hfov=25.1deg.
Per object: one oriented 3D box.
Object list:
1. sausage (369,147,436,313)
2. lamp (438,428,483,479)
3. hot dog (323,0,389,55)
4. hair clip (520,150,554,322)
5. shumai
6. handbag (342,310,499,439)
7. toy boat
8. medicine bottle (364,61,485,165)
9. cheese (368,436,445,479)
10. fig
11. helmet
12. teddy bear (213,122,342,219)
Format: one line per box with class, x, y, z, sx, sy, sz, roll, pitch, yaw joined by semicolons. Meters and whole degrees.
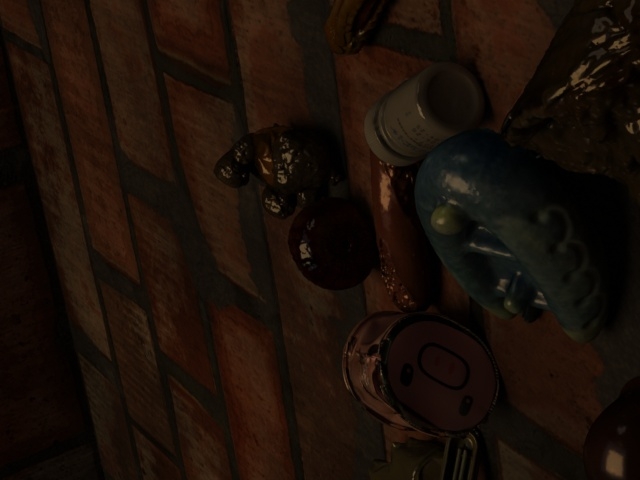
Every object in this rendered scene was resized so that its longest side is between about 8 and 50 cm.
sausage;0.116;-0.030;2.049;0.079;0.087;0.326;4;117;24
lamp;0.270;0.369;2.043;0.283;0.124;0.203;171;100;-67
hot dog;0.065;-0.343;1.940;0.289;0.068;0.083;119;149;-64
hair clip;0.266;-0.003;1.812;0.083;0.048;0.275;31;136;47
shumai;0.354;-0.133;1.463;0.283;0.217;0.346;32;163;5
handbag;0.142;0.188;2.042;0.205;0.179;0.116;29;158;-17
toy boat;0.214;0.015;1.691;0.215;0.123;0.330;20;151;39
medicine bottle;0.136;-0.165;1.885;0.168;0.105;0.105;-26;85;64
cheese;0.153;0.392;2.282;0.202;0.091;0.175;13;118;61
fig;0.000;0.000;2.266;0.201;0.134;0.146;-159;62;-69
helmet;0.374;0.256;1.721;0.155;0.106;0.175;42;140;44
teddy bear;-0.053;-0.124;2.285;0.177;0.140;0.190;35;161;-31
